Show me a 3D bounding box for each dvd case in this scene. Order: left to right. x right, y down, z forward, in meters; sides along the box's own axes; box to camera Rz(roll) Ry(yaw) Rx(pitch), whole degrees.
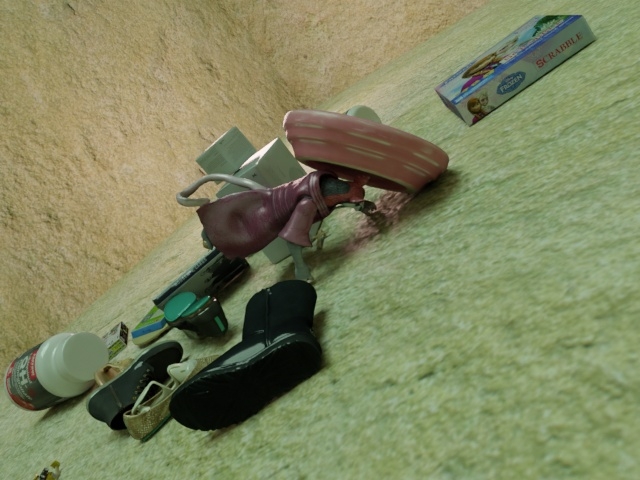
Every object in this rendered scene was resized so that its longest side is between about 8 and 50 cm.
[{"bbox_3d":[-0.295,0.103,1.471,0.239,0.029,0.179,-40,-20,-9],"label":"dvd case"}]

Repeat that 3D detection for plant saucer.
[{"bbox_3d":[0.081,-0.165,1.144,0.332,0.332,0.084,-161,86,-72],"label":"plant saucer"}]

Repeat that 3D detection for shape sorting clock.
[{"bbox_3d":[-0.444,0.216,1.633,0.206,0.040,0.206,-31,19,12],"label":"shape sorting clock"}]

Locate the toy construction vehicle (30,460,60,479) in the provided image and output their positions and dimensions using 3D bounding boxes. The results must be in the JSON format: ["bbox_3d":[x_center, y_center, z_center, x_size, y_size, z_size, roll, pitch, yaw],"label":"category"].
[{"bbox_3d":[-0.555,0.488,1.142,0.086,0.035,0.098,-49,13,1],"label":"toy construction vehicle"}]

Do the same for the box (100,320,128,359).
[{"bbox_3d":[-0.654,0.323,1.805,0.114,0.036,0.207,-41,16,-9],"label":"box"}]

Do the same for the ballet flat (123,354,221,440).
[{"bbox_3d":[-0.269,0.268,1.052,0.206,0.067,0.073,-44,16,-21],"label":"ballet flat"}]

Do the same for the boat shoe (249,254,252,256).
[{"bbox_3d":[-0.150,-0.045,1.642,0.228,0.081,0.068,-38,19,11],"label":"boat shoe"}]

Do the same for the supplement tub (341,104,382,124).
[{"bbox_3d":[0.078,-0.307,1.758,0.200,0.144,0.144,-21,23,48],"label":"supplement tub"}]

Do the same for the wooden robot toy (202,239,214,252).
[{"bbox_3d":[-0.370,0.032,1.917,0.076,0.079,0.173,-33,16,16],"label":"wooden robot toy"}]

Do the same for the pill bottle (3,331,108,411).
[{"bbox_3d":[-0.723,0.356,1.606,0.318,0.176,0.176,-27,19,36],"label":"pill bottle"}]

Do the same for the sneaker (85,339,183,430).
[{"bbox_3d":[-0.348,0.295,1.172,0.118,0.083,0.222,13,43,46],"label":"sneaker"}]

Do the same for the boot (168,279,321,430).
[{"bbox_3d":[-0.109,0.171,0.914,0.246,0.094,0.207,-29,20,7],"label":"boot"}]

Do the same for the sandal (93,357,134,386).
[{"bbox_3d":[-0.462,0.302,1.348,0.079,0.088,0.240,-49,13,-14],"label":"sandal"}]

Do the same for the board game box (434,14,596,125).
[{"bbox_3d":[0.446,-0.421,1.407,0.319,0.066,0.318,-34,16,13],"label":"board game box"}]

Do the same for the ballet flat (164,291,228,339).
[{"bbox_3d":[-0.272,0.173,1.268,0.095,0.096,0.280,-42,16,-21],"label":"ballet flat"}]

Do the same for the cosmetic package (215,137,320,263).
[{"bbox_3d":[-0.112,-0.102,1.451,0.138,0.224,0.224,-32,16,23],"label":"cosmetic package"}]

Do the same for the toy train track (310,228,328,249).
[{"bbox_3d":[0.000,0.000,1.313,0.048,0.014,0.083,-26,24,16],"label":"toy train track"}]

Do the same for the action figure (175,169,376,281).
[{"bbox_3d":[-0.056,-0.082,1.177,0.370,0.275,0.248,-20,23,38],"label":"action figure"}]

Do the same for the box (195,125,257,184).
[{"bbox_3d":[-0.238,-0.215,1.472,0.101,0.087,0.102,-27,19,45],"label":"box"}]
